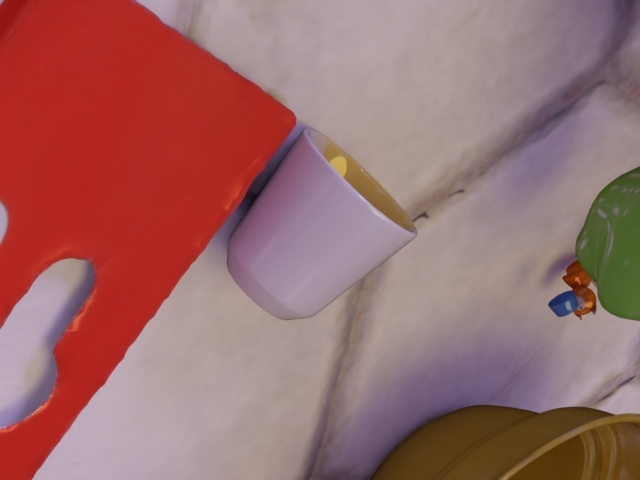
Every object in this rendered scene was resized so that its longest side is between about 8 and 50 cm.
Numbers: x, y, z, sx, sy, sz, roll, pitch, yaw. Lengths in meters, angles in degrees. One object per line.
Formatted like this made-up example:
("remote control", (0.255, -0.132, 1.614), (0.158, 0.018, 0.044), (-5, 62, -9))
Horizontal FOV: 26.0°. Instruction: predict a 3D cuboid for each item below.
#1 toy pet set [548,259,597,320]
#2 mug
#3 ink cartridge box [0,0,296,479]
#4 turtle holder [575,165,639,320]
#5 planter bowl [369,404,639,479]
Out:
("toy pet set", (0.198, 0.017, 0.729), (0.122, 0.065, 0.114), (-25, -167, 30))
("mug", (0.000, 0.001, 0.568), (0.064, 0.062, 0.078), (-47, 136, 11))
("ink cartridge box", (-0.184, 0.027, 0.391), (0.308, 0.091, 0.385), (-53, 140, 6))
("turtle holder", (0.241, -0.110, 0.565), (0.243, 0.227, 0.320), (-26, 137, -27))
("planter bowl", (0.084, 0.156, 0.749), (0.217, 0.090, 0.217), (-24, 135, -26))
